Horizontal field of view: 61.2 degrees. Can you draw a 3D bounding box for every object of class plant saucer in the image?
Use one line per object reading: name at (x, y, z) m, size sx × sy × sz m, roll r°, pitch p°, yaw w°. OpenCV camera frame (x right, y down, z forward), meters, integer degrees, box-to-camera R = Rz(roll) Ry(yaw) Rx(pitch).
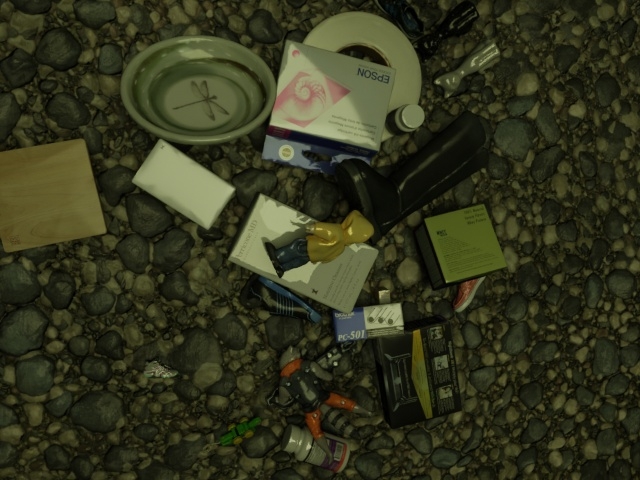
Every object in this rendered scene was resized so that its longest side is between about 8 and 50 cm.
plant saucer at (-0.320, -0.383, 1.446) m, size 0.400 × 0.100 × 0.400 m, roll 4°, pitch 57°, yaw -6°

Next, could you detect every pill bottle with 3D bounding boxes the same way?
pill bottle at (-0.016, 0.631, 1.658) m, size 0.193 × 0.108 × 0.108 m, roll 23°, pitch 90°, yaw -12°
pill bottle at (0.239, -0.342, 1.529) m, size 0.078 × 0.137 × 0.078 m, roll -1°, pitch 95°, yaw -10°

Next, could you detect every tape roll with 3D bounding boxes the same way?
tape roll at (0.107, -0.468, 1.597) m, size 0.392 × 0.072 × 0.392 m, roll -1°, pitch 95°, yaw -11°

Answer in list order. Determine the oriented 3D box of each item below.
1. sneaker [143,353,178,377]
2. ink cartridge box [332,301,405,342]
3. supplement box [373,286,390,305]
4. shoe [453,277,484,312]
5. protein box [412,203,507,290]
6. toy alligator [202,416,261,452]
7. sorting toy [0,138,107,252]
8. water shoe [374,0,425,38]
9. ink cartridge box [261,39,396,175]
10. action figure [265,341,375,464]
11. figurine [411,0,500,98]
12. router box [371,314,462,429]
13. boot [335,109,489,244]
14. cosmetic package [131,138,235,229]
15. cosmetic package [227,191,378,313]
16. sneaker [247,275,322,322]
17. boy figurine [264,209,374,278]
sneaker at (-0.464, 0.362, 1.575) m, size 0.098 × 0.038 × 0.069 m, roll 2°, pitch 96°, yaw -12°
ink cartridge box at (0.143, 0.246, 1.623) m, size 0.207 × 0.046 × 0.097 m, roll -7°, pitch 84°, yaw 2°
supplement box at (0.193, 0.197, 1.682) m, size 0.036 × 0.062 × 0.098 m, roll -6°, pitch 96°, yaw -9°
shoe at (0.459, 0.138, 1.734) m, size 0.081 × 0.063 × 0.178 m, roll 37°, pitch 82°, yaw -11°
protein box at (0.417, 0.023, 1.643) m, size 0.200 × 0.136 × 0.201 m, roll -14°, pitch 77°, yaw -10°
toy alligator at (-0.261, 0.592, 1.635) m, size 0.190 × 0.056 × 0.051 m, roll -28°, pitch 141°, yaw -8°
sorting toy at (-0.726, -0.122, 1.449) m, size 0.257 × 0.089 × 0.255 m, roll -12°, pitch 97°, yaw -10°
water shoe at (0.237, -0.690, 1.596) m, size 0.203 × 0.080 × 0.073 m, roll 43°, pitch 85°, yaw -12°
ink cartridge box at (0.023, -0.357, 1.521) m, size 0.324 × 0.071 × 0.330 m, roll 10°, pitch 93°, yaw -12°
action figure at (0.016, 0.427, 1.598) m, size 0.341 × 0.178 × 0.330 m, roll -43°, pitch 83°, yaw -9°
figurine at (0.407, -0.568, 1.639) m, size 0.209 × 0.092 × 0.215 m, roll -38°, pitch 109°, yaw 0°
router box at (0.305, 0.414, 1.716) m, size 0.243 × 0.081 × 0.308 m, roll -10°, pitch 97°, yaw -10°
boot at (0.277, -0.218, 1.537) m, size 0.445 × 0.367 × 0.146 m, roll -33°, pitch 62°, yaw -3°
cosmetic package at (-0.359, -0.150, 1.453) m, size 0.224 × 0.225 × 0.138 m, roll 34°, pitch 88°, yaw -12°
cosmetic package at (-0.055, 0.032, 1.568) m, size 0.385 × 0.156 × 0.217 m, roll 24°, pitch 92°, yaw -14°
sneaker at (-0.109, 0.194, 1.616) m, size 0.232 × 0.081 × 0.090 m, roll 34°, pitch 91°, yaw -6°
boy figurine at (0.000, 0.000, 1.422) m, size 0.285 × 0.177 × 0.092 m, roll -24°, pitch 57°, yaw -2°
